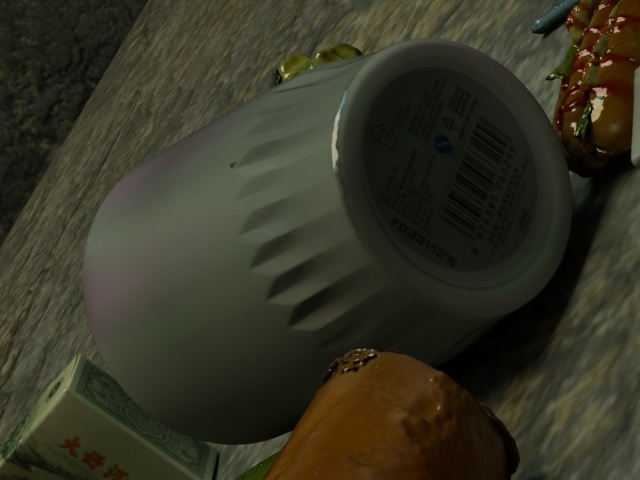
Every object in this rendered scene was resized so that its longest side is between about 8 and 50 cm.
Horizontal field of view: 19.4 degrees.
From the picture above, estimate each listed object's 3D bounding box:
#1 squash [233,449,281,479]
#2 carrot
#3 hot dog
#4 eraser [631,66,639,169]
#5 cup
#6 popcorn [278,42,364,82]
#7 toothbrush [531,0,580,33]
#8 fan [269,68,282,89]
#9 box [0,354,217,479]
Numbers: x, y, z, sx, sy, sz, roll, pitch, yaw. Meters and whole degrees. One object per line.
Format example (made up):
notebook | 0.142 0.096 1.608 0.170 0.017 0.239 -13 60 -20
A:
squash | -0.024 0.190 1.431 0.201 0.066 0.066 -43 19 34
carrot | 0.026 0.206 1.124 0.196 0.196 0.254 -38 12 45
hot dog | 0.227 -0.155 1.410 0.104 0.076 0.250 -34 27 52
eraser | 0.289 -0.131 1.195 0.210 0.068 0.124 -45 19 33
cup | 0.000 0.000 1.419 0.371 0.253 0.253 -28 30 54
popcorn | 0.015 -0.109 1.779 0.142 0.173 0.173 -30 27 33
toothbrush | 0.251 -0.231 1.597 0.219 0.019 0.016 -35 39 50
fan | -0.060 -0.006 1.754 0.229 0.011 0.335 -114 27 -54
box | -0.237 0.248 1.743 0.256 0.164 0.069 -47 15 24
